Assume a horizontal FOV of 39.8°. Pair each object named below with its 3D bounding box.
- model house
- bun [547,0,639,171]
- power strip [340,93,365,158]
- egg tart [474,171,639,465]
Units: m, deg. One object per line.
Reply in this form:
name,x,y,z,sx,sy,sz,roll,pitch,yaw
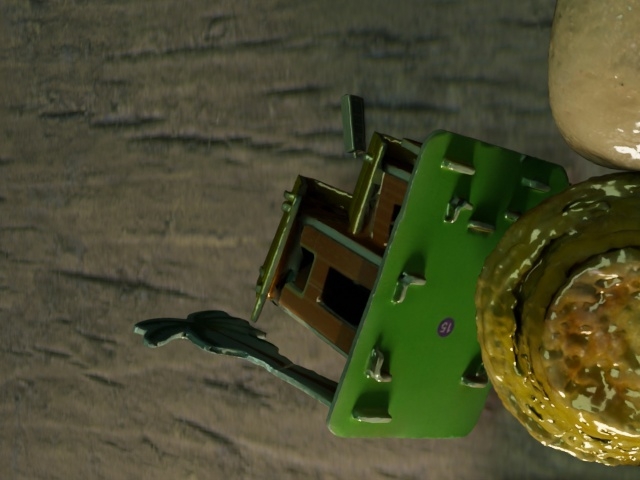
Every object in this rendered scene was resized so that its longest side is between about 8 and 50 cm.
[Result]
model house,0.000,0.000,0.920,0.324,0.340,0.300,31,107,52
bun,0.314,-0.173,0.693,0.205,0.282,0.281,23,103,33
power strip,0.041,-0.142,1.096,0.017,0.027,0.083,-10,83,41
egg tart,0.271,0.076,0.752,0.294,0.123,0.293,3,98,20
